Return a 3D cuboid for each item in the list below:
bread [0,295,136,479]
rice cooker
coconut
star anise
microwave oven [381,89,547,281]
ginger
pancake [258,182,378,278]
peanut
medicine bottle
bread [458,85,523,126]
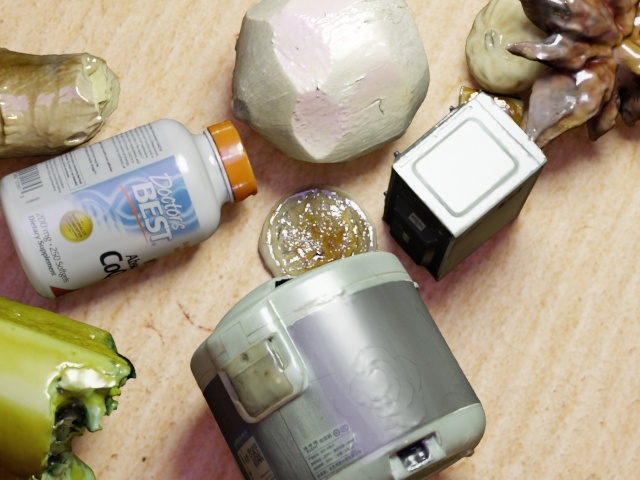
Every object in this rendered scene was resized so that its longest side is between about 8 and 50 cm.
[{"bbox_3d":[-0.408,0.154,1.615,0.376,0.251,0.208,22,91,3],"label":"bread"},{"bbox_3d":[0.013,0.165,1.596,0.288,0.288,0.277,-28,77,-9],"label":"rice cooker"},{"bbox_3d":[-0.001,-0.205,1.731,0.230,0.227,0.227,-22,75,-15],"label":"coconut"},{"bbox_3d":[0.353,-0.221,1.724,0.292,0.109,0.350,-8,105,-14],"label":"star anise"},{"bbox_3d":[0.159,-0.064,1.702,0.163,0.205,0.129,-38,78,-12],"label":"microwave oven"},{"bbox_3d":[-0.364,-0.175,1.756,0.275,0.130,0.221,22,35,34],"label":"ginger"},{"bbox_3d":[0.000,0.000,1.773,0.151,0.025,0.152,0,72,0],"label":"pancake"},{"bbox_3d":[0.283,-0.273,1.807,0.224,0.129,0.129,-33,77,-12],"label":"peanut"},{"bbox_3d":[-0.224,-0.049,1.715,0.288,0.157,0.157,-21,75,-7],"label":"medicine bottle"},{"bbox_3d":[0.214,-0.167,1.821,0.083,0.036,0.047,10,77,4],"label":"bread"}]
